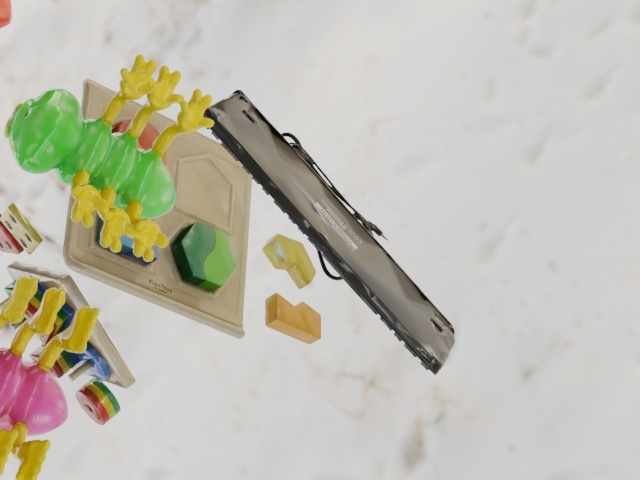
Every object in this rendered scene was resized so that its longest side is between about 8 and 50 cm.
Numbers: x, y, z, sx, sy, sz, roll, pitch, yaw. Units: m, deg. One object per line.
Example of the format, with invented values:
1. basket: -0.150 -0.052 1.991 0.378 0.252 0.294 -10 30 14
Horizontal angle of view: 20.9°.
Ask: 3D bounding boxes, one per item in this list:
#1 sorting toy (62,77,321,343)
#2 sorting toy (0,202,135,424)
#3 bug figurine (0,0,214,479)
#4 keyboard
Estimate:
1. sorting toy: -0.113 -0.018 1.721 0.041 0.307 0.229 -32 46 39
2. sorting toy: -0.263 0.084 1.707 0.046 0.274 0.132 -39 25 -24
3. bug figurine: -0.174 -0.017 0.766 0.072 0.216 0.279 -15 47 58
4. keyboard: 0.000 0.000 0.967 0.038 0.192 0.100 -41 -1 18
